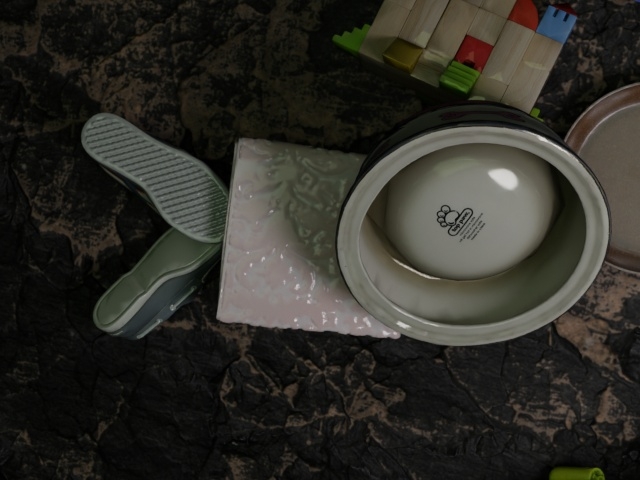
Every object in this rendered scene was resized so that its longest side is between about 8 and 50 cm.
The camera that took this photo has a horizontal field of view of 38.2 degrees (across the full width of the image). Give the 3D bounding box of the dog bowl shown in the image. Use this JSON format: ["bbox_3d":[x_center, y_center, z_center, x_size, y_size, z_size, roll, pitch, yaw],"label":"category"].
[{"bbox_3d":[0.228,-0.035,1.432,0.408,0.150,0.408,1,126,2],"label":"dog bowl"}]

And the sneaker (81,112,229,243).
[{"bbox_3d":[-0.273,-0.110,1.654,0.321,0.127,0.126,39,86,5],"label":"sneaker"}]

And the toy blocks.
[{"bbox_3d":[0.251,-0.348,1.495,0.381,0.191,0.261,27,89,11],"label":"toy blocks"}]

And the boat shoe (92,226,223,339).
[{"bbox_3d":[-0.267,0.066,1.692,0.319,0.099,0.116,-40,48,2],"label":"boat shoe"}]

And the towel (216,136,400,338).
[{"bbox_3d":[0.000,0.000,1.584,0.331,0.053,0.317,7,96,-6],"label":"towel"}]

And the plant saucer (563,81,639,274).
[{"bbox_3d":[0.537,-0.100,1.490,0.310,0.050,0.311,1,95,13],"label":"plant saucer"}]

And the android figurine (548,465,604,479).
[{"bbox_3d":[0.354,0.448,1.481,0.273,0.248,0.056,-17,103,53],"label":"android figurine"}]
